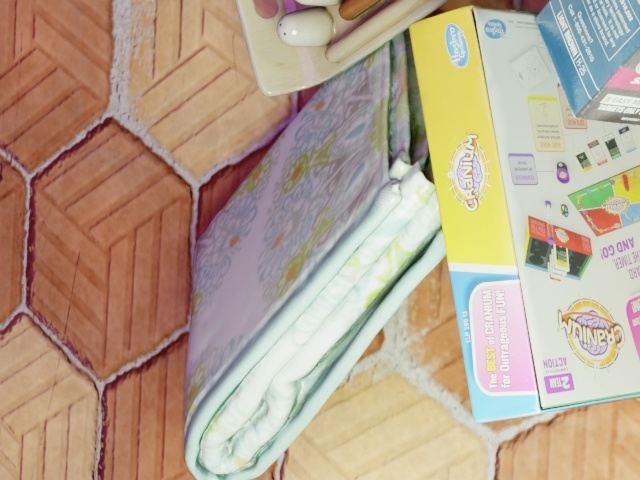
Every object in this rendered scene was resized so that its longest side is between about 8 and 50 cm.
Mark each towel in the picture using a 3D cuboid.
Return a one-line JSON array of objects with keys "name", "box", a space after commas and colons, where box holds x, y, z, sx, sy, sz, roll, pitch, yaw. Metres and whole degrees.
[{"name": "towel", "box": [0.000, 0.000, 1.747, 0.374, 0.090, 0.320, -49, 21, 29]}]

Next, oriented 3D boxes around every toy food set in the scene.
[{"name": "toy food set", "box": [0.002, -0.274, 1.686, 0.306, 0.092, 0.220, -27, 75, 56]}]

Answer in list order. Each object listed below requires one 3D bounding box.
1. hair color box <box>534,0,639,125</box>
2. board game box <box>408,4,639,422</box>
[{"name": "hair color box", "box": [0.328, -0.223, 1.447, 0.347, 0.174, 0.105, -51, 47, 46]}, {"name": "board game box", "box": [0.191, -0.022, 1.583, 0.064, 0.242, 0.316, -14, 82, 39]}]
